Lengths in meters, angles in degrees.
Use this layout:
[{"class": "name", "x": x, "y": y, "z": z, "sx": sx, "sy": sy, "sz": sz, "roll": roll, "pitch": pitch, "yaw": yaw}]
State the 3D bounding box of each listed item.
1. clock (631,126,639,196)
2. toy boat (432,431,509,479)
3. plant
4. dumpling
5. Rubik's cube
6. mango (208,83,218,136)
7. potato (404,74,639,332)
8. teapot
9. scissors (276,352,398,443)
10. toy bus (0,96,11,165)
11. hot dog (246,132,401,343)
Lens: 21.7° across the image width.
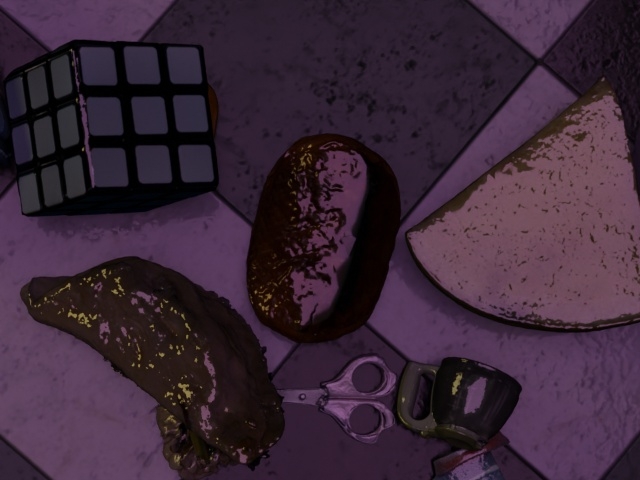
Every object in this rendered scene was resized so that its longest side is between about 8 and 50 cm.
[{"class": "clock", "x": 0.493, "y": -0.088, "z": 1.826, "sx": 0.254, "sy": 0.189, "sz": 0.189, "roll": -18, "pitch": 87, "yaw": -12}, {"class": "toy boat", "x": 0.183, "y": 0.280, "z": 1.831, "sx": 0.096, "sy": 0.034, "sz": 0.122, "roll": -26, "pitch": 89, "yaw": 0}, {"class": "plant", "x": -0.134, "y": 0.201, "z": 1.778, "sx": 0.104, "sy": 0.122, "sz": 0.116, "roll": -33, "pitch": 94, "yaw": 6}, {"class": "dumpling", "x": -0.152, "y": 0.091, "z": 1.766, "sx": 0.332, "sy": 0.086, "sz": 0.166, "roll": 34, "pitch": 58, "yaw": 18}, {"class": "Rubik's cube", "x": -0.219, "y": -0.115, "z": 1.747, "sx": 0.162, "sy": 0.160, "sz": 0.163, "roll": -6, "pitch": 86, "yaw": -36}, {"class": "mango", "x": -0.140, "y": -0.136, "z": 1.838, "sx": 0.060, "sy": 0.046, "sz": 0.089, "roll": -11, "pitch": 90, "yaw": -5}, {"class": "potato", "x": 0.216, "y": -0.021, "z": 1.822, "sx": 0.255, "sy": 0.112, "sz": 0.269, "roll": -11, "pitch": 83, "yaw": -1}, {"class": "teapot", "x": 0.150, "y": 0.181, "z": 1.813, "sx": 0.092, "sy": 0.124, "sz": 0.091, "roll": 35, "pitch": 68, "yaw": -32}, {"class": "scissors", "x": -0.010, "y": 0.171, "z": 1.837, "sx": 0.189, "sy": 0.015, "sz": 0.100, "roll": 2, "pitch": 88, "yaw": -2}, {"class": "toy bus", "x": -0.459, "y": -0.208, "z": 1.772, "sx": 0.190, "sy": 0.152, "sz": 0.312, "roll": -18, "pitch": 86, "yaw": -5}, {"class": "hot dog", "x": 0.002, "y": 0.001, "z": 1.809, "sx": 0.160, "sy": 0.099, "sz": 0.227, "roll": 19, "pitch": 85, "yaw": -2}]
